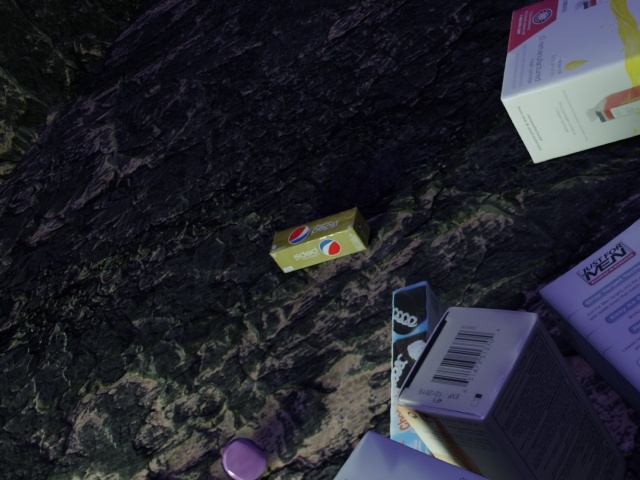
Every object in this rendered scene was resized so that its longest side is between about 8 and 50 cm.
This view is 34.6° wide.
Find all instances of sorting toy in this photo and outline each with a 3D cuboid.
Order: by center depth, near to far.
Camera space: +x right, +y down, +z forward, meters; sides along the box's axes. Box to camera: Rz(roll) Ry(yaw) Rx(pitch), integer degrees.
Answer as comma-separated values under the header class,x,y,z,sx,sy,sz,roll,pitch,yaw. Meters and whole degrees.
class,x,y,z,sx,sy,sz,roll,pitch,yaw
sorting toy,-0.230,0.442,1.559,0.365,0.127,0.126,-46,5,-19

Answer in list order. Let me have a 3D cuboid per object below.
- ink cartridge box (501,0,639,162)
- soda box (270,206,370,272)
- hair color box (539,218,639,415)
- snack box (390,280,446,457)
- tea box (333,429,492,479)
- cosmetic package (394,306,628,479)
class,x,y,z,sx,sy,sz,roll,pitch,yaw
ink cartridge box,0.523,-0.321,1.743,0.384,0.160,0.279,-15,39,29
soda box,0.000,0.000,1.910,0.181,0.058,0.061,-17,37,26
hair color box,0.456,0.135,1.282,0.185,0.113,0.374,-36,34,0
snack box,0.158,0.230,1.364,0.060,0.187,0.322,-21,35,22
tea box,0.114,0.406,0.979,0.323,0.220,0.329,-51,32,-19
cosmetic package,0.230,0.228,1.203,0.129,0.296,0.153,2,47,45
